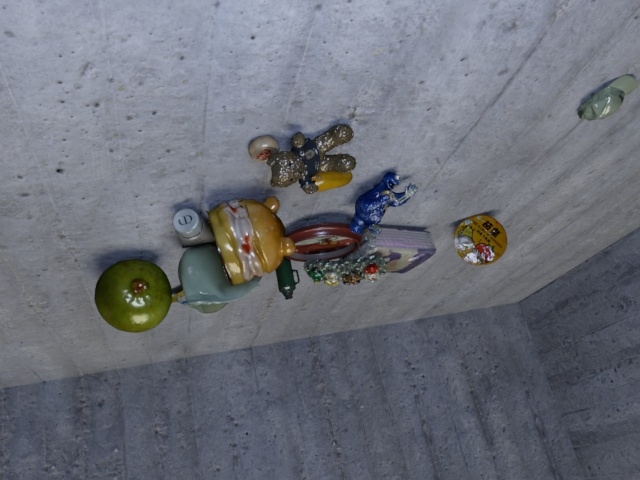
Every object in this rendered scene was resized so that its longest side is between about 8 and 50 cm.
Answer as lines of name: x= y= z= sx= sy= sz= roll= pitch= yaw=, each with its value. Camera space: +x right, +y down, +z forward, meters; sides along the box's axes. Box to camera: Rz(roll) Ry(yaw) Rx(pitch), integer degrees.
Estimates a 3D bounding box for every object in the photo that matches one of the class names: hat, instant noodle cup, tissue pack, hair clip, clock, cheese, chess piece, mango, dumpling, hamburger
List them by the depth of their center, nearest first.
chess piece: x=-0.151 y=-0.244 z=1.515 sx=0.083 sy=0.038 sz=0.084 roll=-12 pitch=160 yaw=-5
hat: x=0.855 y=-0.410 z=1.675 sx=0.166 sy=0.081 sz=0.122 roll=-30 pitch=157 yaw=12
mango: x=0.021 y=-0.188 z=1.702 sx=0.190 sy=0.075 sz=0.098 roll=-4 pitch=172 yaw=-32
hamburger: x=-0.214 y=-0.010 z=1.758 sx=0.236 sy=0.277 sz=0.276 roll=-20 pitch=158 yaw=-7
dumpling: x=-0.362 y=0.129 z=1.941 sx=0.269 sy=0.321 sz=0.212 roll=7 pitch=141 yaw=-30
clock: x=0.000 y=0.000 z=2.127 sx=0.318 sy=0.080 sz=0.318 roll=-6 pitch=160 yaw=-2
hair clip: x=0.096 y=0.129 z=2.204 sx=0.321 sy=0.091 sz=0.138 roll=-6 pitch=146 yaw=8
tissue pack: x=0.268 y=0.044 z=2.329 sx=0.343 sy=0.126 sz=0.242 roll=5 pitch=153 yaw=-33
cheese: x=-0.577 y=0.238 z=2.369 sx=0.250 sy=0.064 sz=0.157 roll=-10 pitch=156 yaw=-15
instant noodle cup: x=0.672 y=0.014 z=2.407 sx=0.215 sy=0.216 sz=0.172 roll=-17 pitch=166 yaw=7

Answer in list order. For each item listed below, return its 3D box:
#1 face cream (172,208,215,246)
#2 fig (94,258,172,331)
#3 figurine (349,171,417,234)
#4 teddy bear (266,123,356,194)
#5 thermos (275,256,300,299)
face cream: x=-0.410 y=-0.026 z=1.844 sx=0.143 sy=0.089 sz=0.314 roll=-13 pitch=169 yaw=-5
fig: x=-0.665 y=0.197 z=1.992 sx=0.257 sy=0.258 sz=0.326 roll=0 pitch=171 yaw=-30
figurine: x=0.190 y=-0.134 z=1.895 sx=0.164 sy=0.121 sz=0.262 roll=1 pitch=137 yaw=-47
teddy bear: x=-0.028 y=-0.217 z=1.542 sx=0.251 sy=0.182 sz=0.129 roll=-20 pitch=-159 yaw=-14
thermos: x=-0.136 y=0.140 z=2.234 sx=0.083 sy=0.188 sz=0.073 roll=0 pitch=154 yaw=-27
